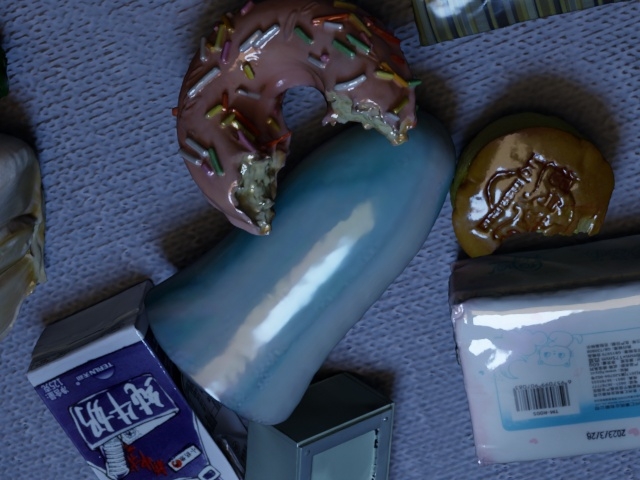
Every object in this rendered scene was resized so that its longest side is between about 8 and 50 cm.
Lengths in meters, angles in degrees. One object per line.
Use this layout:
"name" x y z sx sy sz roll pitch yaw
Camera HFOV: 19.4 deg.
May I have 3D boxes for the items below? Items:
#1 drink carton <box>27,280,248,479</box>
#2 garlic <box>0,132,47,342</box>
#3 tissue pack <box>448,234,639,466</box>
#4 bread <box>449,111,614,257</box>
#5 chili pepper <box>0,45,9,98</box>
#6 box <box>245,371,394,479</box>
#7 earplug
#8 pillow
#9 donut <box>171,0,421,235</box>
"drink carton" -0.181 0.172 1.915 0.134 0.102 0.222 -25 114 15
"garlic" -0.355 -0.003 1.808 0.143 0.178 0.229 24 114 13
"tissue pack" 0.270 0.103 1.818 0.271 0.124 0.201 -8 115 9
"bread" 0.194 -0.059 1.753 0.156 0.086 0.125 -9 118 -2
"chili pepper" -0.429 -0.135 1.750 0.261 0.174 0.165 -21 138 15
"box" -0.003 0.264 1.913 0.086 0.129 0.225 30 127 41
"earplug" 0.000 0.000 1.778 0.185 0.185 0.324 38 108 -13
"pillow" 0.176 -0.246 1.696 0.203 0.038 0.113 -13 115 11
"donut" -0.036 -0.133 1.698 0.233 0.085 0.199 -35 66 13
